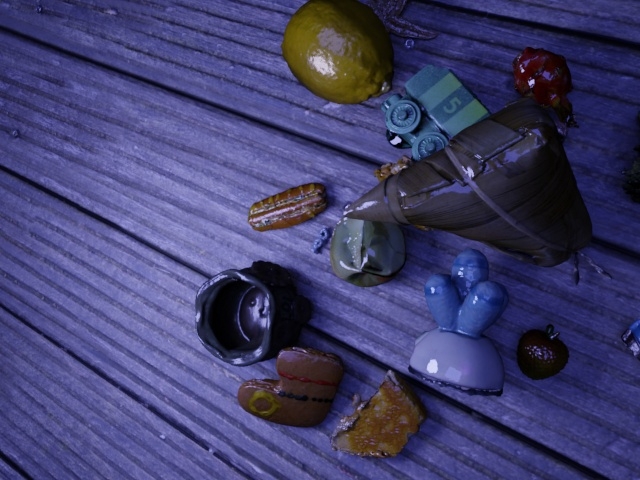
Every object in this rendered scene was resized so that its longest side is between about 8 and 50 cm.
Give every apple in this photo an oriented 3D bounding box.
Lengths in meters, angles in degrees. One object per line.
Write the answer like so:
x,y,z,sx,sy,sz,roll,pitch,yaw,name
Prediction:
0.129,0.023,1.238,0.207,0.174,0.188,-7,64,21,apple

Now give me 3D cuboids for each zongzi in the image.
0.371,-0.034,1.095,0.467,0.500,0.218,-24,38,27,zongzi

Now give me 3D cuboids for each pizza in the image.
0.151,0.500,1.249,0.189,0.071,0.297,42,104,5,pizza

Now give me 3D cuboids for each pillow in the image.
0.522,-0.268,1.086,0.126,0.232,0.043,28,107,21,pillow

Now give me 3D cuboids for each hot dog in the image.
-0.103,-0.094,1.382,0.269,0.072,0.115,-20,88,16,hot dog

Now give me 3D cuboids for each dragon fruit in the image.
0.560,-0.370,1.122,0.125,0.125,0.246,-10,61,-12,dragon fruit

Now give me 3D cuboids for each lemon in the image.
0.054,-0.520,1.252,0.316,0.285,0.285,8,89,19,lemon

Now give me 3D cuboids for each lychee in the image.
0.536,0.271,1.107,0.114,0.114,0.146,28,113,19,lychee

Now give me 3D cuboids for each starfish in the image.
0.205,-0.665,1.323,0.295,0.048,0.231,16,92,19,starfish

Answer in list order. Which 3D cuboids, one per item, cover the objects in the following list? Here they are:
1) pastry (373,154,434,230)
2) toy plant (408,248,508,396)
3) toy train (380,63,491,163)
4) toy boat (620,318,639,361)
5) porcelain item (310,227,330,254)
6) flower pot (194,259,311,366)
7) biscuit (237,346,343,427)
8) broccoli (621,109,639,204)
0.251,-0.108,1.172,0.102,0.250,0.154,-56,30,-11,pastry
0.354,0.184,1.123,0.247,0.247,0.332,9,87,20,toy plant
0.306,-0.303,1.204,0.238,0.167,0.299,-39,76,7,toy train
0.782,0.275,1.023,0.097,0.100,0.223,-39,77,23,toy boat
0.000,0.000,1.358,0.036,0.028,0.083,28,95,22,porcelain item
-0.190,0.207,1.314,0.301,0.213,0.302,-1,86,20,flower pot
-0.086,0.407,1.270,0.262,0.052,0.277,19,114,-6,biscuit
0.778,-0.210,1.025,0.263,0.247,0.243,17,54,-17,broccoli
